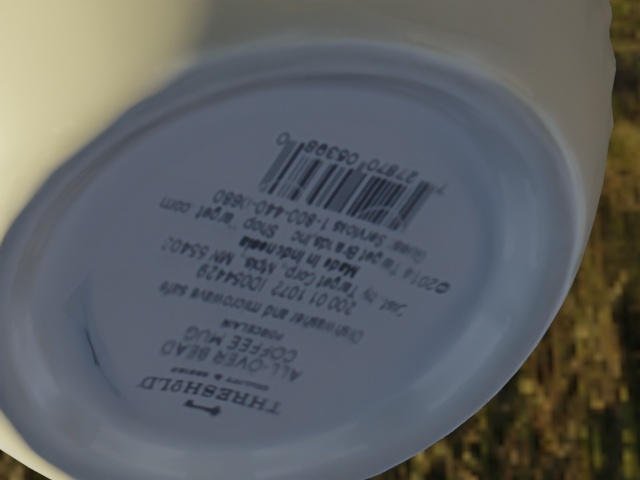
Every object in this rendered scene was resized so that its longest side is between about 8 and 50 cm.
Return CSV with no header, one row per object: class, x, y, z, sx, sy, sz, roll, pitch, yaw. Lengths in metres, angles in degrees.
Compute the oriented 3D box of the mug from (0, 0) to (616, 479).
mug,-0.086,-0.108,0.577,0.374,0.328,0.276,30,115,-38
